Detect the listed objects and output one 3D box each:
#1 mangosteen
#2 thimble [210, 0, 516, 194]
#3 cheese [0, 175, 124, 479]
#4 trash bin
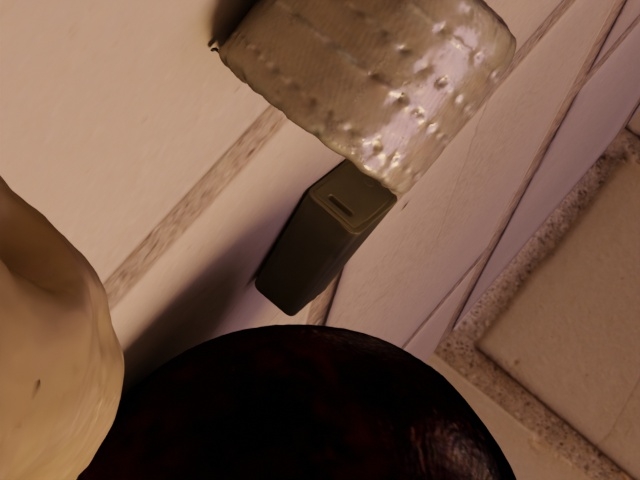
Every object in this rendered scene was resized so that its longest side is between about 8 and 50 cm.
[{"bbox_3d":[-0.038,0.204,1.093,0.307,0.307,0.347,-45,-161,-31],"label":"mangosteen"},{"bbox_3d":[0.021,-0.081,0.741,0.090,0.102,0.115,-52,-160,5],"label":"thimble"},{"bbox_3d":[-0.140,0.060,0.463,0.235,0.117,0.218,-54,173,38],"label":"cheese"},{"bbox_3d":[0.000,0.000,1.157,0.061,0.043,0.092,-40,169,-51],"label":"trash bin"}]
